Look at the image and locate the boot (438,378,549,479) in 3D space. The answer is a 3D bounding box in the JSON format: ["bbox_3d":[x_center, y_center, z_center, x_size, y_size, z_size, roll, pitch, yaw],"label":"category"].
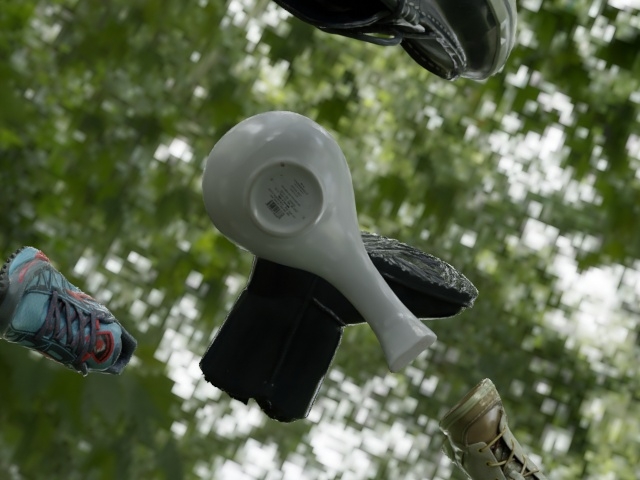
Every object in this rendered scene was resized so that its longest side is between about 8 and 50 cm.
[{"bbox_3d":[0.206,0.246,2.015,0.165,0.077,0.213,49,-13,19],"label":"boot"}]

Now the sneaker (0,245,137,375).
[{"bbox_3d":[-0.268,0.084,1.977,0.125,0.104,0.262,25,-4,18],"label":"sneaker"}]

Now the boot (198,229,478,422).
[{"bbox_3d":[0.016,0.094,1.929,0.246,0.207,0.094,18,18,-15],"label":"boot"}]

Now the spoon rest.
[{"bbox_3d":[0.000,0.000,1.738,0.276,0.137,0.084,52,3,-16],"label":"spoon rest"}]

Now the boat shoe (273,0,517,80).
[{"bbox_3d":[0.019,-0.238,1.460,0.187,0.156,0.500,38,-2,28],"label":"boat shoe"}]
